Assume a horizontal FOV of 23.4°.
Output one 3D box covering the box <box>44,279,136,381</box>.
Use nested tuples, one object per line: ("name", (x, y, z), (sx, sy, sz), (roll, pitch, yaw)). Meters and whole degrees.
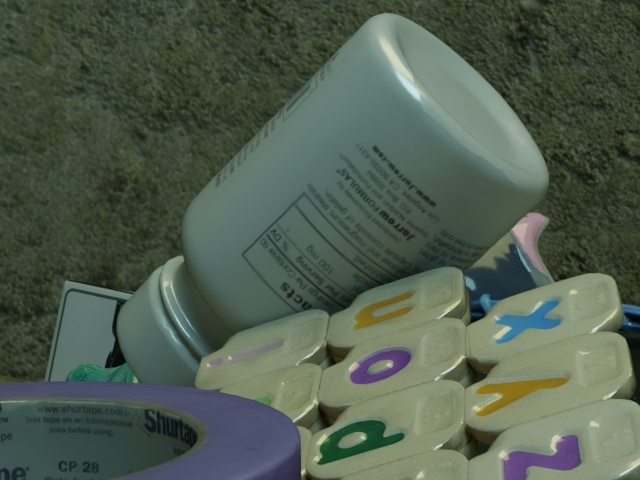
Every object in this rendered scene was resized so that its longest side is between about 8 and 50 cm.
("box", (-0.074, 0.135, 1.122), (0.290, 0.169, 0.087), (11, -2, 36))

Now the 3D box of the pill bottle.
("pill bottle", (0.000, 0.000, 0.834), (0.131, 0.229, 0.131), (38, 23, -19))

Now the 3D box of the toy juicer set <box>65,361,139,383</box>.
("toy juicer set", (-0.084, 0.137, 0.930), (0.329, 0.209, 0.089), (-3, -49, 6))

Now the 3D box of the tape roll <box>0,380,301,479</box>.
("tape roll", (-0.099, 0.101, 0.491), (0.189, 0.080, 0.189), (-1, 7, 0))

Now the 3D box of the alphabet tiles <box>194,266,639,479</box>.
("alphabet tiles", (-0.001, 0.095, 0.648), (0.278, 0.021, 0.284), (-19, 22, 12))

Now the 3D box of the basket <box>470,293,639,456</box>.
("basket", (0.108, 0.126, 0.724), (0.289, 0.201, 0.255), (4, -3, -42))

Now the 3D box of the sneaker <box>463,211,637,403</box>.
("sneaker", (0.184, 0.123, 1.021), (0.319, 0.131, 0.112), (55, -20, -5))
